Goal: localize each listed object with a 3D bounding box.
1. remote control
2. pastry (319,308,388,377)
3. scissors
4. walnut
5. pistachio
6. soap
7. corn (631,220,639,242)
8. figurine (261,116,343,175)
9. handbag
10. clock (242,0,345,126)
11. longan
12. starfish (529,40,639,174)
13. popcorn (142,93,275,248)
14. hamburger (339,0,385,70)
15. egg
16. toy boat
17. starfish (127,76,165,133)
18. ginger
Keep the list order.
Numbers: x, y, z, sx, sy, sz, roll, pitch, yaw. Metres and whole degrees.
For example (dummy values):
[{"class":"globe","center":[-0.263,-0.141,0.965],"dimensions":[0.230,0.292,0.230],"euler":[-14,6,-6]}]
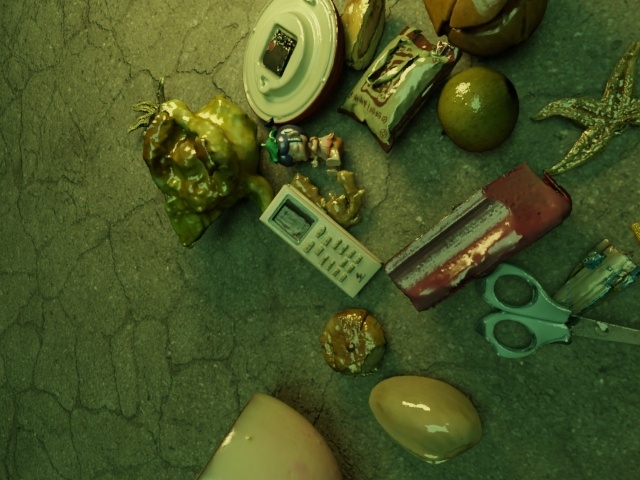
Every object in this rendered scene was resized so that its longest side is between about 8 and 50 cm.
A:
[{"class":"remote control","center":[0.000,0.000,0.917],"dimensions":[0.277,0.055,0.103],"euler":[40,105,3]},{"class":"pastry","center":[0.073,0.225,0.904],"dimensions":[0.153,0.081,0.153],"euler":[-5,82,34]},{"class":"scissors","center":[0.446,0.148,0.704],"dimensions":[0.360,0.029,0.191],"euler":[8,106,40]},{"class":"walnut","center":[0.288,-0.497,0.768],"dimensions":[0.209,0.209,0.336],"euler":[-24,67,22]},{"class":"pistachio","center":[0.206,0.354,0.817],"dimensions":[0.223,0.126,0.152],"euler":[4,56,29]},{"class":"soap","center":[0.285,-0.008,0.738],"dimensions":[0.325,0.220,0.127],"euler":[-38,78,20]},{"class":"corn","center":[0.573,0.004,0.709],"dimensions":[0.028,0.027,0.083],"euler":[-24,76,5]},{"class":"figurine","center":[-0.040,-0.212,0.952],"dimensions":[0.195,0.111,0.102],"euler":[9,61,6]},{"class":"handbag","center":[0.159,-0.320,0.858],"dimensions":[0.235,0.127,0.213],"euler":[-48,42,14]},{"class":"clock","center":[-0.079,-0.430,0.956],"dimensions":[0.318,0.080,0.319],"euler":[0,91,39]},{"class":"longan","center":[0.296,-0.247,0.793],"dimensions":[0.145,0.176,0.155],"euler":[10,70,-16]},{"class":"starfish","center":[0.496,-0.233,0.741],"dimensions":[0.247,0.050,0.138],"euler":[-35,73,17]},{"class":"popcorn","center":[-0.248,-0.173,0.983],"dimensions":[0.325,0.290,0.321],"euler":[20,136,-6]},{"class":"hamburger","center":[0.084,-0.480,0.925],"dimensions":[0.102,0.087,0.176],"euler":[32,113,40]},{"class":"egg","center":[-0.090,0.546,0.834],"dimensions":[0.339,0.354,0.355],"euler":[32,102,5]},{"class":"toy boat","center":[0.471,0.092,0.738],"dimensions":[0.084,0.066,0.210],"euler":[51,120,30]},{"class":"starfish","center":[-0.476,-0.358,1.189],"dimensions":[0.208,0.053,0.176],"euler":[-18,82,26]},{"class":"ginger","center":[0.008,-0.093,0.945],"dimensions":[0.193,0.052,0.176],"euler":[-35,90,41]}]
